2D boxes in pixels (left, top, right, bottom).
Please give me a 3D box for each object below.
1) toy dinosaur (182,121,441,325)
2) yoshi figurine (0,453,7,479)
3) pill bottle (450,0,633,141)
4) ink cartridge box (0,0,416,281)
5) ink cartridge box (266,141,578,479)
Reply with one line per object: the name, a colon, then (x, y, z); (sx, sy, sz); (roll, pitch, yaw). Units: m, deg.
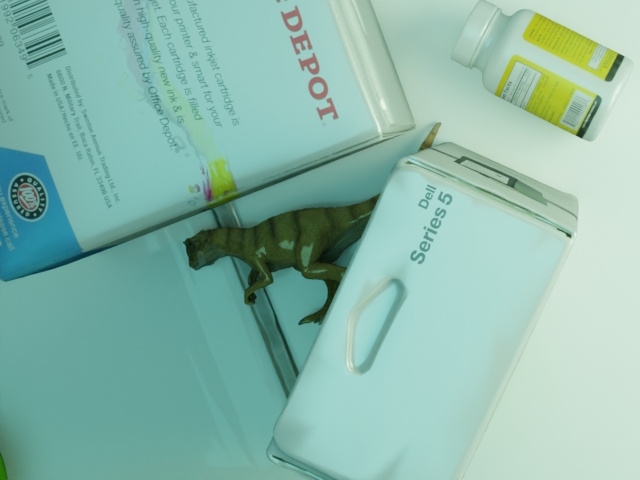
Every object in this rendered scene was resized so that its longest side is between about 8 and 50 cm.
toy dinosaur: (0.000, 0.000, 1.127); (0.211, 0.064, 0.112); (-17, 91, 10)
yoshi figurine: (-0.311, 0.270, 1.124); (0.203, 0.203, 0.362); (-34, 53, 47)
pill bottle: (0.153, -0.122, 1.088); (0.116, 0.065, 0.065); (28, 99, 6)
ink cartridge box: (-0.099, -0.117, 1.064); (0.270, 0.197, 0.198); (-20, 91, 11)
ink cartridge box: (0.076, 0.048, 1.012); (0.115, 0.273, 0.198); (25, 99, 7)
